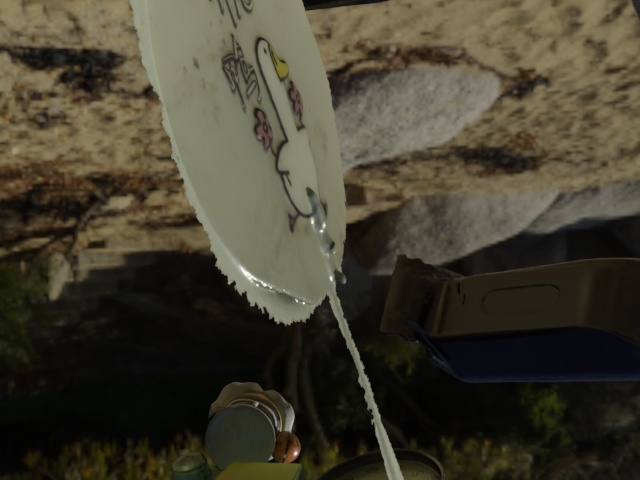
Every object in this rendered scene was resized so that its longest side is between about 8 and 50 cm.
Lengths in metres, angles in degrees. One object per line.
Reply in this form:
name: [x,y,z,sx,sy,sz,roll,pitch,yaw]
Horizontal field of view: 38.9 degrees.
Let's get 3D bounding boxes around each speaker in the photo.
speaker: [0.304,0.104,1.360,0.388,0.180,0.184,-10,145,42]

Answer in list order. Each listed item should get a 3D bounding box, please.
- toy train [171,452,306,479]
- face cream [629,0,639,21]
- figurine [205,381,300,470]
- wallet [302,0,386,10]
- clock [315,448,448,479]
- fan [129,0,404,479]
toy train: [-0.115,0.522,1.443,0.253,0.397,0.160,-5,-162,27]
face cream: [0.327,-0.221,0.853,0.072,0.051,0.182,43,-174,40]
figurine: [-0.120,0.337,1.628,0.176,0.133,0.236,24,180,-1]
wallet: [-0.011,-0.334,0.996,0.245,0.168,0.052,8,-143,44]
clock: [0.081,0.380,1.327,0.226,0.049,0.226,-14,-166,4]
fan: [0.001,0.000,0.491,0.012,0.414,0.233,-11,-156,21]
